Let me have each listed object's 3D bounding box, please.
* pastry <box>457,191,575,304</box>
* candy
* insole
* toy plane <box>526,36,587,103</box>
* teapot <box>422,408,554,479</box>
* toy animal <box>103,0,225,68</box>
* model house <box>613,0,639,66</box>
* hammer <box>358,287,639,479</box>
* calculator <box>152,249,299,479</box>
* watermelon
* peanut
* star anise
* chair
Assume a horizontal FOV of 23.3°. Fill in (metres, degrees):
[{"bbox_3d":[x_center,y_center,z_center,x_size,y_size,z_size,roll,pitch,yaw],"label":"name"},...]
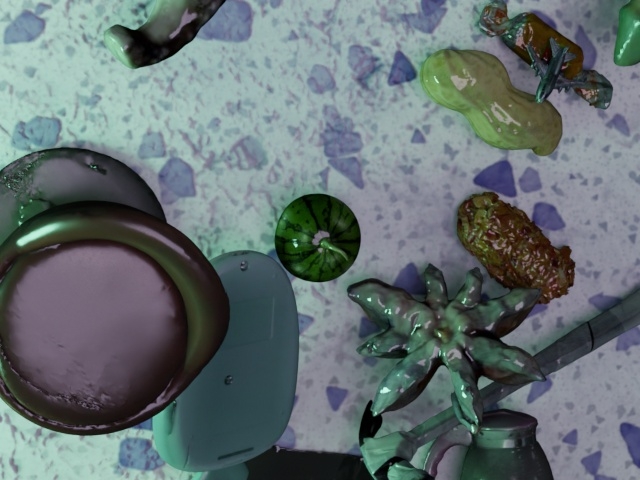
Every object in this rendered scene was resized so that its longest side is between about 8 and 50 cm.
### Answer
[{"bbox_3d":[0.228,0.014,1.771,0.169,0.063,0.087,36,89,-16],"label":"pastry"},{"bbox_3d":[0.254,-0.210,1.742,0.182,0.046,0.053,34,85,-12],"label":"candy"},{"bbox_3d":[-0.004,0.279,1.800,0.253,0.005,0.086,17,96,-17],"label":"insole"},{"bbox_3d":[0.253,-0.182,1.700,0.079,0.031,0.083,32,68,-10],"label":"toy plane"},{"bbox_3d":[0.204,0.267,1.807,0.116,0.148,0.146,-8,96,-47],"label":"teapot"},{"bbox_3d":[-0.134,-0.386,1.504,0.303,0.194,0.344,-31,144,-23],"label":"toy animal"},{"bbox_3d":[0.485,-0.242,1.700,0.312,0.245,0.280,28,102,-16],"label":"model house"},{"bbox_3d":[0.236,0.161,1.774,0.427,0.152,0.044,-26,128,-14],"label":"hammer"},{"bbox_3d":[-0.099,0.154,1.691,0.186,0.041,0.298,-9,112,-40],"label":"calculator"},{"bbox_3d":[-0.004,-0.003,1.691,0.109,0.109,0.109,-3,102,-13],"label":"watermelon"},{"bbox_3d":[0.193,-0.153,1.723,0.187,0.082,0.082,36,91,-17],"label":"peanut"},{"bbox_3d":[0.135,0.112,1.724,0.236,0.093,0.229,36,73,15],"label":"star anise"},{"bbox_3d":[-0.229,0.044,1.494,0.227,0.401,0.226,-3,101,-14],"label":"chair"}]
